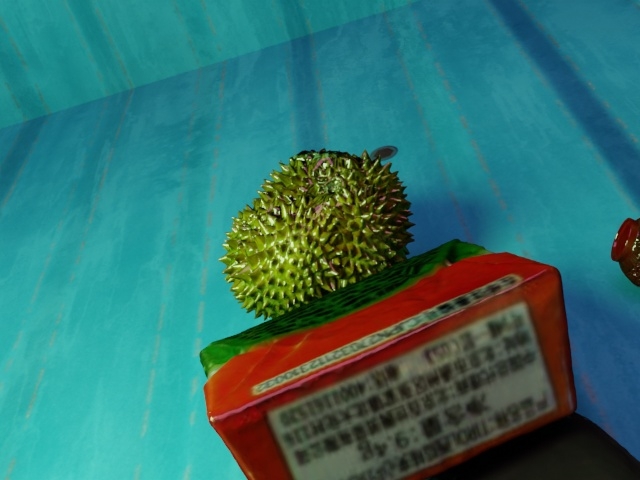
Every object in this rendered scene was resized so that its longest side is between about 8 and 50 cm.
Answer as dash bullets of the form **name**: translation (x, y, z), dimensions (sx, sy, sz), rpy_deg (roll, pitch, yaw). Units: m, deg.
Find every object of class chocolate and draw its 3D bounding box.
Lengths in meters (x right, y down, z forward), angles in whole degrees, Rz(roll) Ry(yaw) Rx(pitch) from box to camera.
- **chocolate**: translation (0.059, 0.140, 0.940), dimensions (0.360, 0.161, 0.341), rpy_deg (-23, 7, -5)

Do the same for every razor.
- **razor**: translation (0.244, 0.280, 0.779), dimensions (0.189, 0.107, 0.327), rpy_deg (-28, 33, -12)

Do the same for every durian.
- **durian**: translation (0.001, 0.002, 1.213), dimensions (0.291, 0.224, 0.291), rpy_deg (-23, 35, 17)

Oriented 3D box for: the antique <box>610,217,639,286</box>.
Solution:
- **antique**: translation (0.425, 0.015, 1.093), dimensions (0.104, 0.104, 0.104), rpy_deg (-14, 33, 9)
